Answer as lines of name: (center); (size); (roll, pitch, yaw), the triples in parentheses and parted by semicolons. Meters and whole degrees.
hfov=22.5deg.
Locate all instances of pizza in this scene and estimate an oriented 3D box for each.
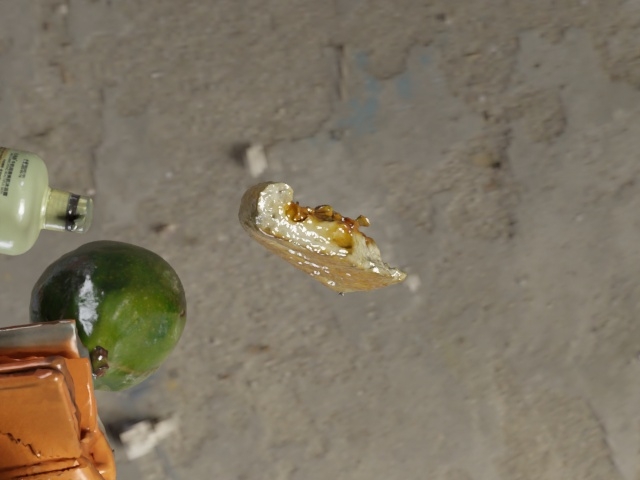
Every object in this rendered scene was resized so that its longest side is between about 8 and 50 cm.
pizza: (0.000, 0.000, 1.923); (0.182, 0.365, 0.074); (14, 80, 24)

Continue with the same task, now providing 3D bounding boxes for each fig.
fig: (-0.262, 0.097, 1.965); (0.195, 0.245, 0.195); (0, 98, -1)

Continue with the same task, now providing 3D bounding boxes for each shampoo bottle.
shampoo bottle: (-0.248, -0.032, 1.186); (0.162, 0.079, 0.079); (10, 111, -5)

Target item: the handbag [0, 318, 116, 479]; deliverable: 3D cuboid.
handbag: (-0.270, 0.275, 1.136); (0.303, 0.116, 0.410); (-8, 105, 1)
